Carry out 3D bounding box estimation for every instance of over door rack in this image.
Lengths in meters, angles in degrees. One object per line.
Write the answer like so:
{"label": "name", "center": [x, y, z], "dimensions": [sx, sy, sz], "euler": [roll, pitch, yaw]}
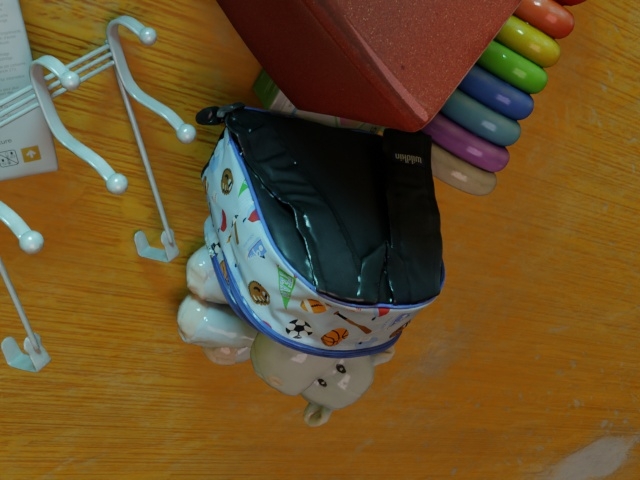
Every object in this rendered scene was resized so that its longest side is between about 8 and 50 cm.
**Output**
{"label": "over door rack", "center": [-0.237, -0.037, 0.843], "dimensions": [0.239, 0.108, 0.324], "euler": [-45, 148, -41]}

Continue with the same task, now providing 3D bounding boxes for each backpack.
{"label": "backpack", "center": [0.000, 0.000, 0.887], "dimensions": [0.277, 0.263, 0.213], "euler": [2, 134, -26]}

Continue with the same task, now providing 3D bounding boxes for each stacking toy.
{"label": "stacking toy", "center": [0.232, -0.225, 0.998], "dimensions": [0.141, 0.141, 0.330], "euler": [16, 111, -36]}

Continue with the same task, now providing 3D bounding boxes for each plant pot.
{"label": "plant pot", "center": [0.025, -0.283, 0.717], "dimensions": [0.236, 0.267, 0.267], "euler": [39, 85, -28]}

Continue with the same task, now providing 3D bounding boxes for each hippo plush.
{"label": "hippo plush", "center": [-0.045, 0.138, 1.074], "dimensions": [0.234, 0.236, 0.294], "euler": [-42, 134, 10]}

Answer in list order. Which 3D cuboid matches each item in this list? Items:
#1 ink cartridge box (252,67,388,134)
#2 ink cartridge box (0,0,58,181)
{"label": "ink cartridge box", "center": [0.038, -0.183, 0.965], "dimensions": [0.209, 0.062, 0.109], "euler": [14, 120, -35]}
{"label": "ink cartridge box", "center": [-0.366, -0.208, 0.738], "dimensions": [0.176, 0.069, 0.370], "euler": [-13, 135, -16]}
